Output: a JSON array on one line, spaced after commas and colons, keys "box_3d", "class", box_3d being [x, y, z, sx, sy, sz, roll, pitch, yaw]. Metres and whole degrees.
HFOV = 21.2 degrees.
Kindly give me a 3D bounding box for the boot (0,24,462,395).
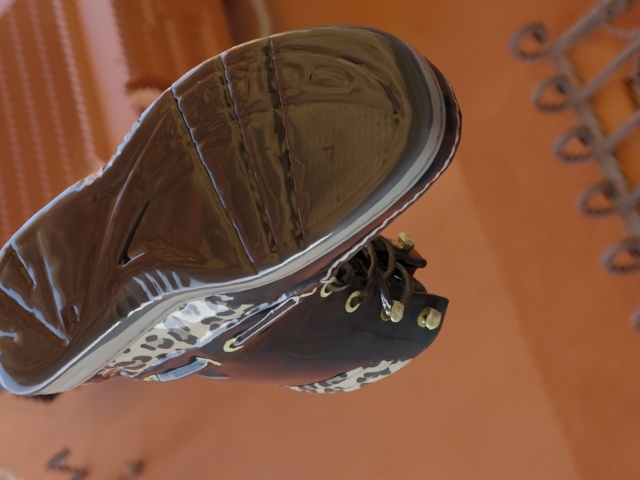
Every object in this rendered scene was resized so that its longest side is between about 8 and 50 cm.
[{"box_3d": [-0.001, -0.001, 0.681, 0.178, 0.236, 0.085, 8, -121, -47], "class": "boot"}]
